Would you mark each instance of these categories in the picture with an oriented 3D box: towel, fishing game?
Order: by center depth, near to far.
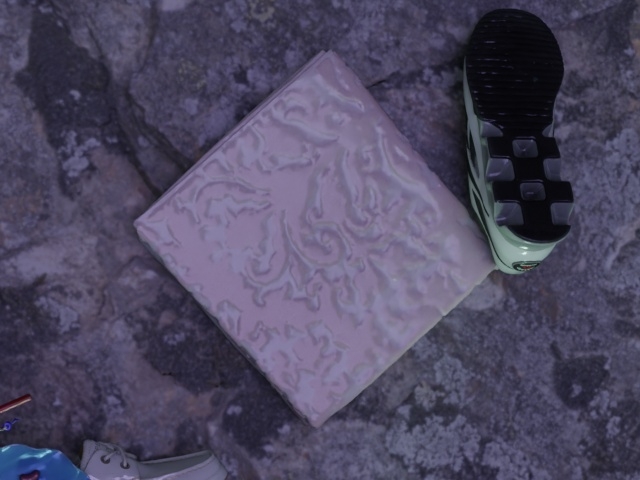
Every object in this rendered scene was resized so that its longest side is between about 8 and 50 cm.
[{"bbox_3d":[-0.321,0.304,1.604,0.189,0.041,0.264,-22,102,-5],"label":"fishing game"},{"bbox_3d":[0.000,0.000,1.766,0.317,0.053,0.332,-42,99,-10],"label":"towel"}]

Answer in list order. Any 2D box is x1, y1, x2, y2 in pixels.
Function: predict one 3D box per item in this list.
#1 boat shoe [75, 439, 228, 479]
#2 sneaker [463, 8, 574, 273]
[{"bbox_3d":[-0.241,0.265,1.677,0.277,0.098,0.096,-15,94,-13],"label":"boat shoe"},{"bbox_3d":[0.218,-0.114,1.798,0.122,0.146,0.331,5,64,-7],"label":"sneaker"}]
